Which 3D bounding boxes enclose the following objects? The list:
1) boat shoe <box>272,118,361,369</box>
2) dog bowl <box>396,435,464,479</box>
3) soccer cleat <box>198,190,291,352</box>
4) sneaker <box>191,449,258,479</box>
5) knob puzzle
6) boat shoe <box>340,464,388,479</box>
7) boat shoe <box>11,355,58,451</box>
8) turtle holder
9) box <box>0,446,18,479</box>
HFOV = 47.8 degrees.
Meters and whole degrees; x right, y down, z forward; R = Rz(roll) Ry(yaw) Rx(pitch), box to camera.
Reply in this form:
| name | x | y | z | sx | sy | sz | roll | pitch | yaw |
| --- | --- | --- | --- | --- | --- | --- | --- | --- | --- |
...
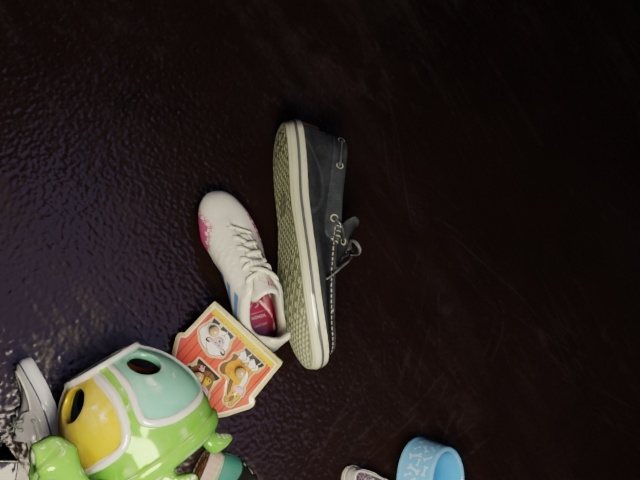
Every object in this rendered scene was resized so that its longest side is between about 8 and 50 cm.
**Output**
| name | x | y | z | sx | sy | sz | roll | pitch | yaw |
| --- | --- | --- | --- | --- | --- | --- | --- | --- | --- |
| boat shoe | 0.000 | 0.000 | 1.427 | 0.155 | 0.187 | 0.501 | 2 | 73 | -20 |
| dog bowl | 0.224 | 0.549 | 1.446 | 0.166 | 0.074 | 0.297 | 21 | 69 | -48 |
| soccer cleat | -0.133 | 0.052 | 1.370 | 0.116 | 0.143 | 0.331 | -18 | 88 | -29 |
| sneaker | -0.202 | 0.524 | 1.259 | 0.121 | 0.108 | 0.302 | 28 | 67 | -14 |
| knob puzzle | -0.194 | 0.238 | 1.313 | 0.213 | 0.030 | 0.213 | 0 | 89 | 8 |
| boat shoe | 0.127 | 0.507 | 1.449 | 0.184 | 0.063 | 0.066 | 41 | 65 | -13 |
| boat shoe | -0.468 | 0.307 | 1.187 | 0.075 | 0.083 | 0.226 | -22 | 90 | -29 |
| turtle holder | -0.325 | 0.308 | 1.159 | 0.320 | 0.243 | 0.227 | -30 | 94 | -37 |
| box | -0.545 | 0.352 | 1.040 | 0.184 | 0.261 | 0.103 | 7 | 76 | -24 |
